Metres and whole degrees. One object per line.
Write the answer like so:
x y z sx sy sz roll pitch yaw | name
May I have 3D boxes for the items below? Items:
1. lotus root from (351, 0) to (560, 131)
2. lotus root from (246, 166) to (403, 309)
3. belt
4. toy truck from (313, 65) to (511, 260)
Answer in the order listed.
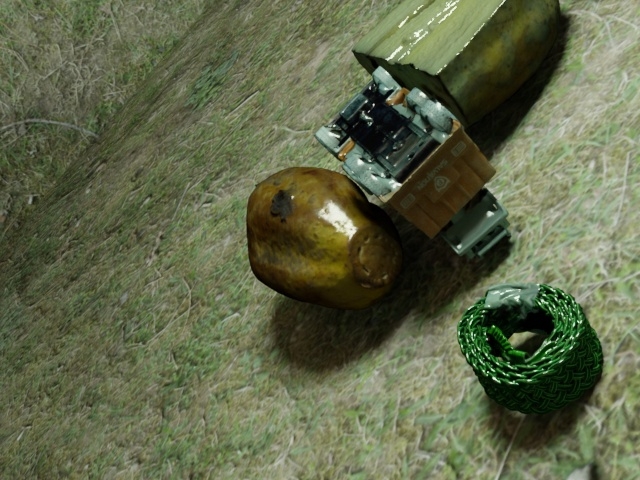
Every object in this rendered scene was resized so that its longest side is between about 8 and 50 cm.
0.217 -0.287 1.406 0.260 0.149 0.267 -44 28 -5 | lotus root
0.004 -0.009 1.351 0.193 0.193 0.291 -53 27 -2 | lotus root
0.208 0.109 1.023 0.121 0.079 0.151 -46 36 -12 | belt
0.116 -0.098 1.305 0.133 0.184 0.338 -46 24 5 | toy truck
